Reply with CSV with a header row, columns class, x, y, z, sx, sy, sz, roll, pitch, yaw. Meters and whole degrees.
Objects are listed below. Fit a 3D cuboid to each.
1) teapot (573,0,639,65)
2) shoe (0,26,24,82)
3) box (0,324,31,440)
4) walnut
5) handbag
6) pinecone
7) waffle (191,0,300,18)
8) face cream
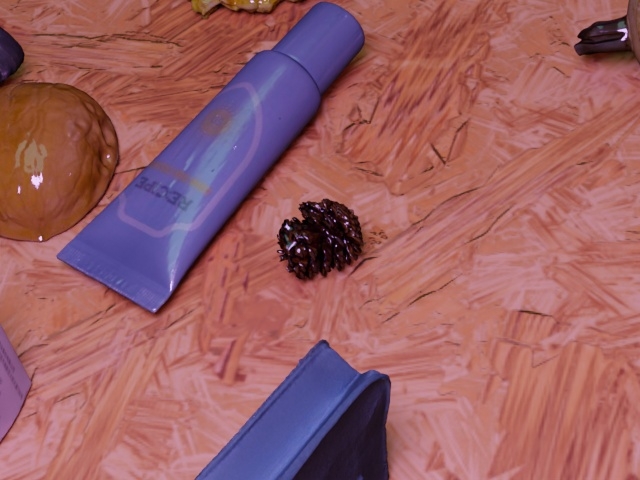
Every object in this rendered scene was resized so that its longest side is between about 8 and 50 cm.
class,x,y,z,sx,sy,sz,roll,pitch,yaw
teapot,0.389,-0.219,1.310,0.269,0.173,0.182,-7,6,38
shoe,-0.480,-0.182,1.481,0.293,0.109,0.149,9,55,23
box,-0.437,0.091,1.178,0.333,0.173,0.145,15,54,23
walnut,-0.298,-0.102,1.380,0.167,0.087,0.211,-11,48,-3
handbag,-0.027,0.207,0.996,0.062,0.179,0.229,23,50,28
pinecone,0.000,0.000,1.239,0.083,0.077,0.077,-45,51,5
waffle,-0.053,-0.354,1.580,0.243,0.058,0.238,-14,45,-4
face cream,-0.092,-0.094,1.335,0.135,0.086,0.385,26,63,30
